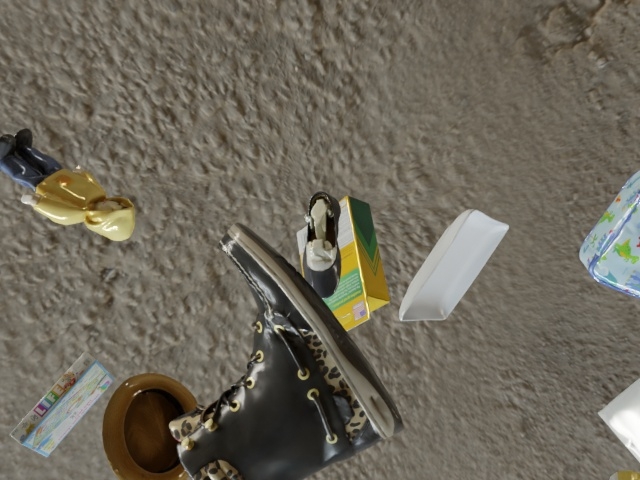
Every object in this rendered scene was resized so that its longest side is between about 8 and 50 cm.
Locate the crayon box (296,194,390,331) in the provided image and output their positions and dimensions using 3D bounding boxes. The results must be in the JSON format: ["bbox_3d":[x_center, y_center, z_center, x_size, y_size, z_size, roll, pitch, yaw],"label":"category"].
[{"bbox_3d":[0.052,0.082,1.467,0.203,0.083,0.323,-35,51,38],"label":"crayon box"}]

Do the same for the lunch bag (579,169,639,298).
[{"bbox_3d":[0.592,-0.005,1.078,0.176,0.090,0.219,25,114,-6],"label":"lunch bag"}]

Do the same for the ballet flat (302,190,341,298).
[{"bbox_3d":[0.000,0.000,1.054,0.074,0.074,0.203,3,60,0],"label":"ballet flat"}]

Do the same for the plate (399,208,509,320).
[{"bbox_3d":[0.292,0.056,1.347,0.045,0.277,0.278,39,105,30],"label":"plate"}]

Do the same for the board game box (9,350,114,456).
[{"bbox_3d":[-0.399,0.258,0.951,0.026,0.103,0.154,31,64,15],"label":"board game box"}]

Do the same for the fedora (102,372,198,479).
[{"bbox_3d":[-0.287,0.321,1.010,0.079,0.194,0.194,-27,93,42],"label":"fedora"}]

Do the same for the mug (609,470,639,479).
[{"bbox_3d":[0.477,0.394,0.931,0.062,0.064,0.078,4,118,24],"label":"mug"}]

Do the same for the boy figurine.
[{"bbox_3d":[-0.483,-0.093,1.150,0.285,0.177,0.092,33,116,4],"label":"boy figurine"}]

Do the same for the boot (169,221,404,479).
[{"bbox_3d":[-0.096,0.193,0.870,0.284,0.138,0.377,-38,92,1],"label":"boot"}]

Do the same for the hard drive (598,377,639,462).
[{"bbox_3d":[0.745,0.327,1.215,0.040,0.203,0.307,34,106,-33],"label":"hard drive"}]
